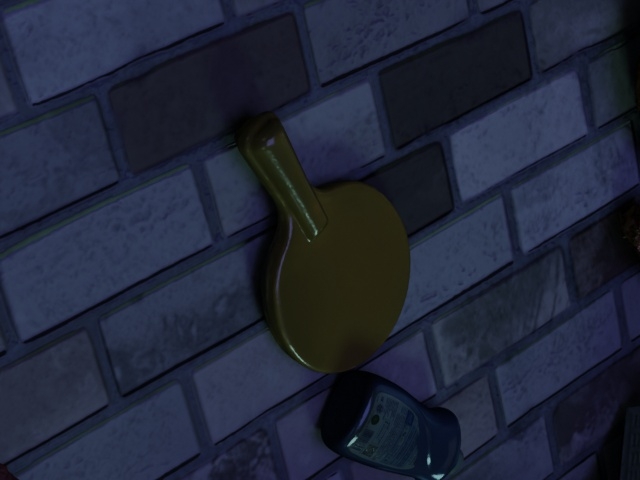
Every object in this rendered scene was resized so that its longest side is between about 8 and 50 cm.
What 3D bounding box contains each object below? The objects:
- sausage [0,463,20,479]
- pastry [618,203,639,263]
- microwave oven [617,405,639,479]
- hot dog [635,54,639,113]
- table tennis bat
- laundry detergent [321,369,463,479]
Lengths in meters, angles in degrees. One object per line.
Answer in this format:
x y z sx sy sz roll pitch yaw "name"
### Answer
-0.320 0.262 1.250 0.154 0.062 0.062 -53 127 -18 "sausage"
0.433 0.006 1.822 0.087 0.063 0.169 -50 132 -9 "pastry"
0.518 0.361 1.866 0.295 0.181 0.237 38 51 -40 "microwave oven"
0.525 -0.191 1.784 0.387 0.174 0.267 43 70 -33 "hot dog"
0.000 0.000 1.467 0.198 0.050 0.320 -48 129 -23 "table tennis bat"
0.093 0.216 1.583 0.206 0.061 0.096 30 78 -40 "laundry detergent"
